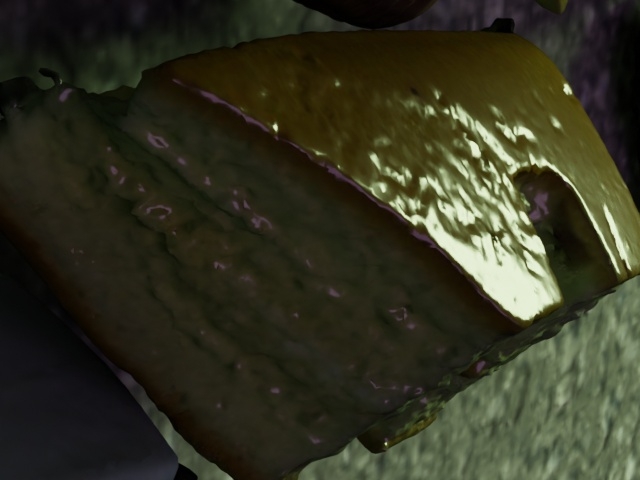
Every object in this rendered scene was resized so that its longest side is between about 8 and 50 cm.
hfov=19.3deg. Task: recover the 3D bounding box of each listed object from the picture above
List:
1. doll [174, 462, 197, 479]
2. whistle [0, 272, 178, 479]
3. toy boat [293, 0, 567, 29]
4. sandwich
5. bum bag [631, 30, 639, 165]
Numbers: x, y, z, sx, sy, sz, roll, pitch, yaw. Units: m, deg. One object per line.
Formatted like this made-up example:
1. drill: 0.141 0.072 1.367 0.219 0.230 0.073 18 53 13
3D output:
1. doll: -0.104 0.167 0.586 0.257 0.117 0.182 0 99 -48
2. whistle: -0.139 0.021 0.456 0.290 0.163 0.163 -11 113 -51
3. toy boat: -0.012 -0.142 0.594 0.310 0.089 0.115 19 92 -53
4. sandwich: 0.000 0.000 0.586 0.236 0.122 0.128 -11 72 -60
5. bum bag: 0.170 -0.057 0.898 0.058 0.034 0.124 -58 143 -39
